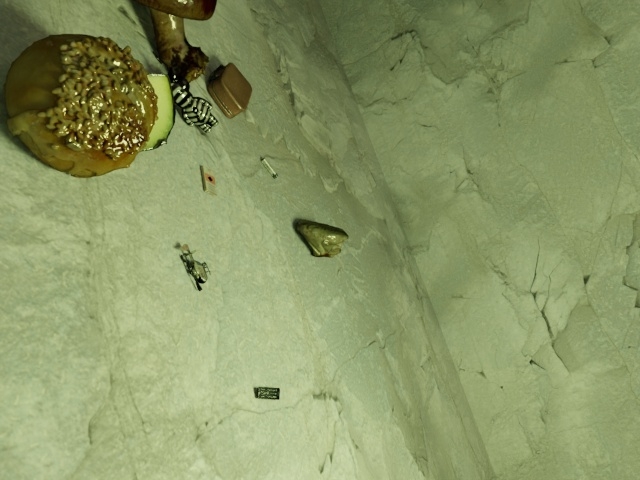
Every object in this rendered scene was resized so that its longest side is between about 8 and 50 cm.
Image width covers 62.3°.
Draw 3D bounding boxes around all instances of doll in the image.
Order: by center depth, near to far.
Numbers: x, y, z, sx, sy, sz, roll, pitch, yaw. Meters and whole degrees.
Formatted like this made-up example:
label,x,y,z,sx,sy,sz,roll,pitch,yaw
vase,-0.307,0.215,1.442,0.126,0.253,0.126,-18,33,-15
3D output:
label,x,y,z,sx,sy,sz,roll,pitch,yaw
doll,-0.383,-0.398,1.515,0.219,0.091,0.067,44,7,-39

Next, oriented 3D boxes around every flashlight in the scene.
label,x,y,z,sx,sy,sz,roll,pitch,yaw
flashlight,-0.181,-0.258,1.893,0.083,0.018,0.018,53,26,-25

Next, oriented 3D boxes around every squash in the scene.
label,x,y,z,sx,sy,sz,roll,pitch,yaw
squash,-0.455,-0.307,1.285,0.192,0.085,0.184,-11,102,-36

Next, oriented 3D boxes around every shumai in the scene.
label,x,y,z,sx,sy,sz,roll,pitch,yaw
shumai,0.000,0.000,1.916,0.201,0.201,0.120,-16,123,-67

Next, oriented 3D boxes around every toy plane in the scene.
label,x,y,z,sx,sy,sz,roll,pitch,yaw
toy plane,-0.305,0.063,1.290,0.049,0.031,0.120,-28,96,-59

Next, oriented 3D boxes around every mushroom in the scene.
label,x,y,z,sx,sy,sz,roll,pitch,yaw
mushroom,-0.451,-0.688,1.537,0.334,0.356,0.331,18,41,-9

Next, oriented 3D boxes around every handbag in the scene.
label,x,y,z,sx,sy,sz,roll,pitch,yaw
handbag,-0.311,-0.519,1.813,0.151,0.072,0.193,50,29,-33

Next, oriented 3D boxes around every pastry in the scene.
label,x,y,z,sx,sy,sz,roll,pitch,yaw
pastry,-0.457,-0.280,1.062,0.284,0.184,0.315,55,37,-25

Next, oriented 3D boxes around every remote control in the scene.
label,x,y,z,sx,sy,sz,roll,pitch,yaw
remote control,-0.134,0.389,1.346,0.091,0.016,0.034,29,58,-54

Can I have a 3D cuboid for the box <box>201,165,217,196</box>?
label,x,y,z,sx,sy,sz,roll,pitch,yaw
box,-0.319,-0.170,1.515,0.046,0.012,0.083,27,44,-55
